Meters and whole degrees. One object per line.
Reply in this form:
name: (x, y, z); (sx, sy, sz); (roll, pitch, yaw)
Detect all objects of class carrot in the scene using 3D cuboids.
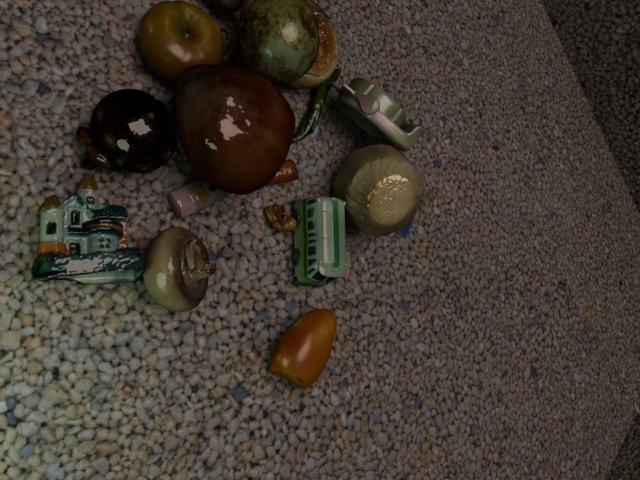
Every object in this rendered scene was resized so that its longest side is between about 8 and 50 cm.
carrot: (-0.162, -0.199, 1.863); (0.205, 0.072, 0.072); (-21, 94, -35)

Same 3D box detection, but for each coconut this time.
coconut: (0.191, -0.173, 1.993); (0.329, 0.329, 0.329); (7, 77, -35)

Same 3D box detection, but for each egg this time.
egg: (-0.119, -0.587, 1.711); (0.238, 0.238, 0.289); (21, 63, -32)

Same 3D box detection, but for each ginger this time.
ginger: (-0.233, -0.647, 1.812); (0.086, 0.131, 0.294); (31, 101, -1)

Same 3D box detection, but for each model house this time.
model house: (-0.574, -0.037, 1.473); (0.253, 0.184, 0.291); (-1, 75, -28)

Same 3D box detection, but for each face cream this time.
face cream: (-0.339, -0.137, 1.727); (0.198, 0.057, 0.084); (-31, 100, -36)

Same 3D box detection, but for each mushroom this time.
mushroom: (-0.364, 0.075, 1.580); (0.226, 0.178, 0.226); (-8, 90, -81)

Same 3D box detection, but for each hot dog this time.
hot dog: (-0.140, -0.407, 1.917); (0.099, 0.053, 0.192); (34, 63, -9)

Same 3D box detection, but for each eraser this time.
eraser: (0.301, -0.064, 2.198); (0.063, 0.027, 0.084); (36, 63, -27)

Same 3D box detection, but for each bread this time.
bread: (-0.077, -0.637, 1.948); (0.305, 0.159, 0.305); (6, 78, -31)

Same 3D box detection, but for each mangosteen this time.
mangosteen: (-0.505, -0.266, 1.551); (0.265, 0.228, 0.228); (-36, 106, -1)

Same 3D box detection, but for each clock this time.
clock: (0.179, -0.439, 2.027); (0.324, 0.265, 0.108); (37, 93, -24)

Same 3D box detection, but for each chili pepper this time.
chili pepper: (-0.019, -0.468, 2.019); (0.085, 0.076, 0.359); (52, 53, -42)

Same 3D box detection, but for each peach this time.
peach: (-0.399, -0.570, 1.716); (0.251, 0.153, 0.251); (17, 57, -27)

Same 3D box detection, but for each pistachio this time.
pistachio: (-0.273, -0.800, 1.851); (0.138, 0.153, 0.238); (46, 34, -32)

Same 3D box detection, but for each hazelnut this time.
hazelnut: (-0.244, -0.317, 1.648); (0.366, 0.366, 0.366); (7, 77, -35)

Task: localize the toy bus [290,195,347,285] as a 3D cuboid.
toy bus: (0.000, 0.000, 1.883); (0.134, 0.165, 0.276); (5, 78, -34)

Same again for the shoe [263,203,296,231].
shoe: (-0.126, -0.067, 1.862); (0.072, 0.069, 0.109); (-37, 97, -34)

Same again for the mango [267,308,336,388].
mango: (-0.035, 0.312, 1.818); (0.187, 0.138, 0.257); (42, 66, -37)
